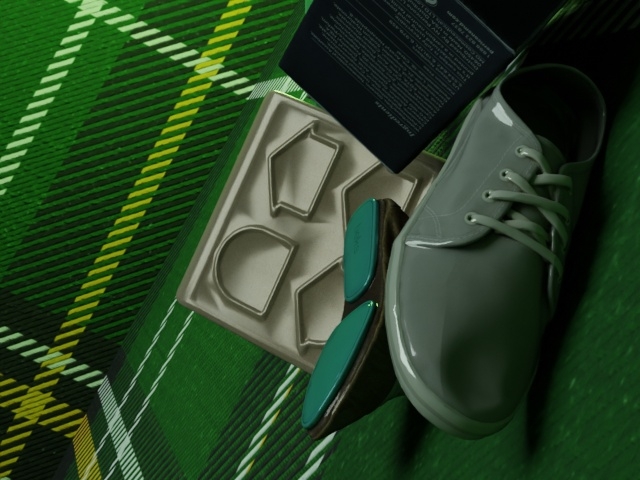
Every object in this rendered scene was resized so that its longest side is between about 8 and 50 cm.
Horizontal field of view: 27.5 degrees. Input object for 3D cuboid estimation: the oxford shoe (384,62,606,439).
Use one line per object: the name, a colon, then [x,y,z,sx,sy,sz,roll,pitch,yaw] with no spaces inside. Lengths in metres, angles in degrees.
oxford shoe: [0.177,-0.015,1.249,0.130,0.169,0.449,-44,18,49]

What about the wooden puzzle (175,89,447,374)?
wooden puzzle: [0.000,0.000,1.732,0.348,0.080,0.322,26,92,34]

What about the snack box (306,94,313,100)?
snack box: [0.064,-0.360,2.524,0.174,0.070,0.207,-66,13,-16]

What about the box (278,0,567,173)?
box: [0.158,-0.297,1.493,0.293,0.212,0.395,-48,0,-21]

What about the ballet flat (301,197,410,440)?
ballet flat: [0.071,0.099,1.487,0.116,0.124,0.342,-44,23,41]

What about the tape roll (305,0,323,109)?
tape roll: [0.040,-0.220,1.930,0.321,0.077,0.321,-8,-90,-85]
